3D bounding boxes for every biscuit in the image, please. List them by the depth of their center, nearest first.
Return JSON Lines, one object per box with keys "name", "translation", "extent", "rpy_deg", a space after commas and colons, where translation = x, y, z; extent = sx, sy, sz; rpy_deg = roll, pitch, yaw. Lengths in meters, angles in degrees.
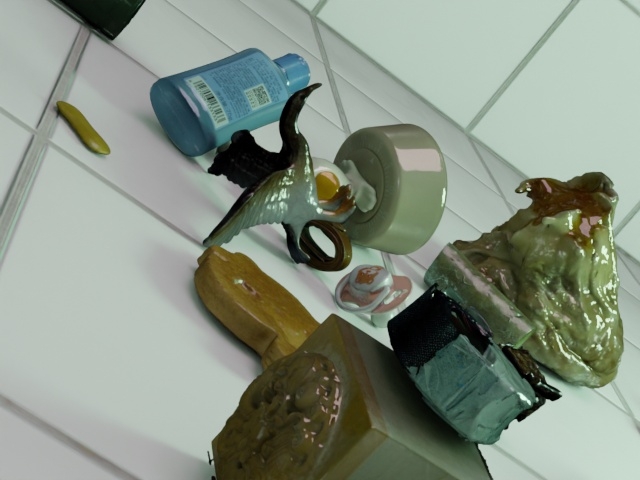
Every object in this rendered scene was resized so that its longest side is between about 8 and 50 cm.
{"name": "biscuit", "translation": [-0.029, 0.094, 1.268], "extent": [0.249, 0.035, 0.184], "rpy_deg": [42, 14, 11]}

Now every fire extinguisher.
{"name": "fire extinguisher", "translation": [-0.373, -0.394, 1.795], "extent": [0.311, 0.095, 0.114], "rpy_deg": [39, -30, -8]}

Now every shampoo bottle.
{"name": "shampoo bottle", "translation": [-0.100, -0.183, 1.689], "extent": [0.258, 0.061, 0.104], "rpy_deg": [-30, 87, -51]}

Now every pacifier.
{"name": "pacifier", "translation": [0.061, 0.070, 1.538], "extent": [0.099, 0.081, 0.078], "rpy_deg": [25, -35, 45]}

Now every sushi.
{"name": "sushi", "translation": [0.200, 0.163, 1.510], "extent": [0.084, 0.094, 0.098], "rpy_deg": [22, 22, -45]}

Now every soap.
{"name": "soap", "translation": [-0.248, -0.119, 1.413], "extent": [0.089, 0.012, 0.034], "rpy_deg": [47, 16, 30]}

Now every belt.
{"name": "belt", "translation": [0.098, 0.088, 0.951], "extent": [0.105, 0.058, 0.140], "rpy_deg": [42, 10, -17]}
{"name": "belt", "translation": [0.000, 0.000, 1.577], "extent": [0.083, 0.059, 0.036], "rpy_deg": [44, 14, 15]}

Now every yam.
{"name": "yam", "translation": [0.215, 0.084, 1.850], "extent": [0.169, 0.068, 0.068], "rpy_deg": [46, 15, 11]}

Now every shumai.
{"name": "shumai", "translation": [0.366, 0.039, 1.975], "extent": [0.314, 0.262, 0.267], "rpy_deg": [44, 16, 12]}

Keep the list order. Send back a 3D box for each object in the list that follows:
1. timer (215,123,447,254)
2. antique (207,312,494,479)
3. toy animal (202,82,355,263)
{"name": "timer", "translation": [0.009, -0.073, 1.722], "extent": [0.266, 0.175, 0.175], "rpy_deg": [3, 35, -36]}
{"name": "antique", "translation": [0.012, 0.160, 0.937], "extent": [0.148, 0.152, 0.147], "rpy_deg": [35, 16, -27]}
{"name": "toy animal", "translation": [-0.033, -0.078, 1.505], "extent": [0.160, 0.197, 0.272], "rpy_deg": [36, 10, -26]}
